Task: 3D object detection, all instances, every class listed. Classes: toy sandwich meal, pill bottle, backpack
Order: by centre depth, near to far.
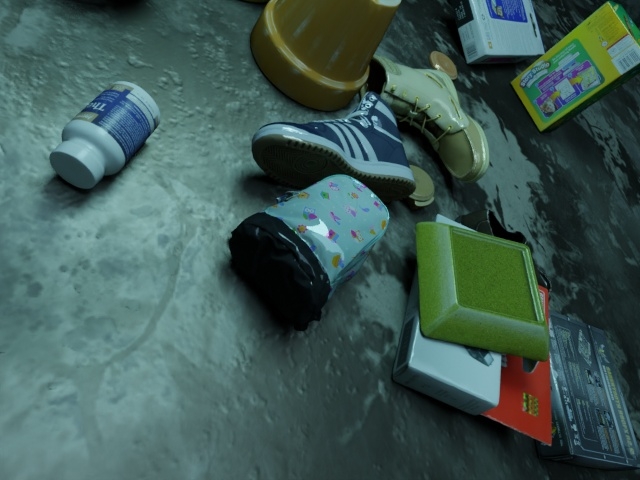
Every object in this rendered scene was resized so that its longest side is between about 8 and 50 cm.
[{"bbox_3d":[-0.232,-0.114,0.490,0.067,0.067,0.120,33,50,-15],"label":"pill bottle"},{"bbox_3d":[0.000,0.000,0.554,0.152,0.115,0.182,51,45,4],"label":"backpack"},{"bbox_3d":[0.160,-0.092,0.776,0.086,0.029,0.085,11,55,-17],"label":"toy sandwich meal"}]

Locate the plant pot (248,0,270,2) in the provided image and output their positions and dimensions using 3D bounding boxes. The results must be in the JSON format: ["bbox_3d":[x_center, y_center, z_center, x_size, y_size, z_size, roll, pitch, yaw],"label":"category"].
[{"bbox_3d":[-0.111,-0.573,0.724,0.254,0.239,0.253,17,55,-27],"label":"plant pot"}]

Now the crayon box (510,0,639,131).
[{"bbox_3d":[0.642,-0.420,1.127,0.081,0.278,0.165,-13,73,-38],"label":"crayon box"}]

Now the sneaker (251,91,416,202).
[{"bbox_3d":[0.020,-0.154,0.664,0.283,0.099,0.153,10,64,-38],"label":"sneaker"}]

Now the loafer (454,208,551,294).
[{"bbox_3d":[0.331,0.029,0.788,0.220,0.078,0.080,40,49,-9],"label":"loafer"}]

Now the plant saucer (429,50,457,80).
[{"bbox_3d":[0.289,-0.410,1.056,0.084,0.013,0.083,17,56,-26],"label":"plant saucer"}]

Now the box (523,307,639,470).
[{"bbox_3d":[0.417,0.241,0.741,0.183,0.056,0.230,20,54,-25],"label":"box"}]

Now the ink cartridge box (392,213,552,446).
[{"bbox_3d":[0.246,0.118,0.658,0.239,0.060,0.275,24,52,-2],"label":"ink cartridge box"}]

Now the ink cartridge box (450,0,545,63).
[{"bbox_3d":[0.492,-0.578,1.228,0.371,0.069,0.175,-20,95,-38],"label":"ink cartridge box"}]

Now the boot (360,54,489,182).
[{"bbox_3d":[0.183,-0.224,0.820,0.204,0.095,0.261,1,62,-35],"label":"boot"}]

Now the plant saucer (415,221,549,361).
[{"bbox_3d":[0.231,0.056,0.628,0.188,0.045,0.188,14,53,-10],"label":"plant saucer"}]

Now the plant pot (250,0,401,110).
[{"bbox_3d":[0.021,-0.347,0.717,0.205,0.188,0.205,17,56,-26],"label":"plant pot"}]
